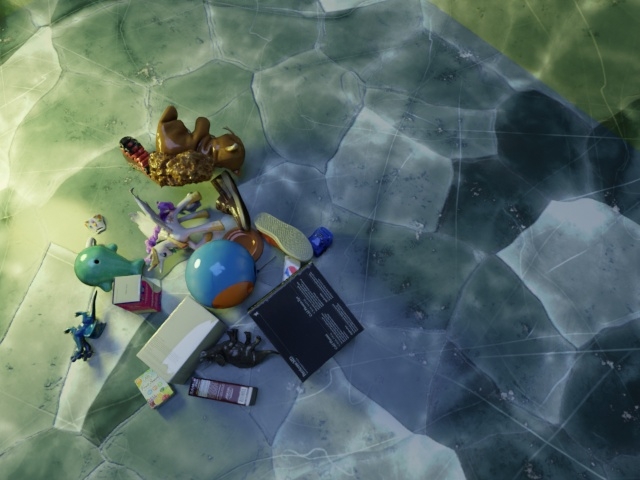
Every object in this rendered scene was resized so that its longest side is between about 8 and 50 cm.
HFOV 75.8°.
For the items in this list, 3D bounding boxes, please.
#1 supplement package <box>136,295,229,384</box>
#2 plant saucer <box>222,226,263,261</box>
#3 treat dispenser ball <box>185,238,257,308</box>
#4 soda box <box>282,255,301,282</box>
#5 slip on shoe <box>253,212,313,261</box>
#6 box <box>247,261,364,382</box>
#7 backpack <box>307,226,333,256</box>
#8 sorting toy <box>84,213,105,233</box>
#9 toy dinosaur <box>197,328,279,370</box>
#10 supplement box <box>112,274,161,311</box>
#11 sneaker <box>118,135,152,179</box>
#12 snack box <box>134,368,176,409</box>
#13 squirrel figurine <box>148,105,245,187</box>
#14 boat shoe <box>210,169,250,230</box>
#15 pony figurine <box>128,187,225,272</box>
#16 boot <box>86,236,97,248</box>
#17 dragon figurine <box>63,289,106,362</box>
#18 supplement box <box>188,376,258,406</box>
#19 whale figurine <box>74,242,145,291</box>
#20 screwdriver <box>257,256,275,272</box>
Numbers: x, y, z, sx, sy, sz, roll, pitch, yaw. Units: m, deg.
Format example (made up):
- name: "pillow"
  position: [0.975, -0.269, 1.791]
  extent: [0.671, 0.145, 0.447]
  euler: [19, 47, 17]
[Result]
- name: "supplement package"
  position: [-0.543, 0.403, 1.657]
  extent: [0.177, 0.175, 0.293]
  euler: [34, 74, 14]
- name: "plant saucer"
  position: [-0.361, 0.023, 1.872]
  extent: [0.200, 0.037, 0.200]
  euler: [0, 69, 0]
- name: "treat dispenser ball"
  position: [-0.408, 0.137, 1.696]
  extent: [0.288, 0.288, 0.288]
  euler: [0, 69, 1]
- name: "soda box"
  position: [-0.128, 0.180, 1.792]
  extent: [0.073, 0.069, 0.216]
  euler: [5, 70, 2]
- name: "slip on shoe"
  position: [-0.162, -0.006, 1.826]
  extent: [0.331, 0.101, 0.123]
  euler: [33, 62, 24]
- name: "box"
  position: [-0.066, 0.314, 1.633]
  extent: [0.312, 0.179, 0.343]
  euler: [-38, 91, -13]
- name: "backpack"
  position: [0.000, 0.000, 1.842]
  extent: [0.098, 0.101, 0.120]
  euler: [44, 72, 9]
- name: "sorting toy"
  position: [-1.049, -0.072, 1.924]
  extent: [0.083, 0.045, 0.075]
  euler: [-39, 93, -13]
- name: "toy dinosaur"
  position: [-0.327, 0.456, 1.684]
  extent: [0.313, 0.121, 0.160]
  euler: [11, 87, -9]
- name: "supplement box"
  position: [-0.754, 0.228, 1.704]
  extent: [0.114, 0.220, 0.111]
  euler: [-6, 70, -2]
- name: "sneaker"
  position: [-0.859, -0.377, 2.003]
  extent: [0.276, 0.135, 0.098]
  euler: [45, 62, -8]
- name: "snack box"
  position: [-0.667, 0.592, 1.661]
  extent: [0.100, 0.037, 0.141]
  euler: [-38, 73, -13]
- name: "squirrel figurine"
  position: [-0.536, -0.364, 1.825]
  extent: [0.370, 0.281, 0.397]
  euler: [13, 50, -1]
- name: "boat shoe"
  position: [-0.425, -0.170, 1.909]
  extent: [0.123, 0.123, 0.342]
  euler: [-27, 67, -1]
- name: "pony figurine"
  position: [-0.665, -0.069, 1.814]
  extent: [0.363, 0.303, 0.351]
  euler: [-33, 80, -27]
- name: "boot"
  position: [-1.001, 0.074, 1.855]
  extent: [0.086, 0.069, 0.190]
  euler: [-5, 77, -8]
- name: "dragon figurine"
  position: [-0.966, 0.363, 1.728]
  extent: [0.144, 0.085, 0.289]
  euler: [24, 72, 10]
- name: "supplement box"
  position: [-0.377, 0.591, 1.608]
  extent: [0.239, 0.130, 0.073]
  euler: [9, 70, 5]
- name: "whale figurine"
  position: [-0.901, 0.111, 1.765]
  extent: [0.272, 0.141, 0.216]
  euler: [9, 70, -23]
- name: "screwdriver"
  position: [-0.265, 0.125, 1.846]
  extent: [0.170, 0.025, 0.024]
  euler: [-39, 73, -22]
